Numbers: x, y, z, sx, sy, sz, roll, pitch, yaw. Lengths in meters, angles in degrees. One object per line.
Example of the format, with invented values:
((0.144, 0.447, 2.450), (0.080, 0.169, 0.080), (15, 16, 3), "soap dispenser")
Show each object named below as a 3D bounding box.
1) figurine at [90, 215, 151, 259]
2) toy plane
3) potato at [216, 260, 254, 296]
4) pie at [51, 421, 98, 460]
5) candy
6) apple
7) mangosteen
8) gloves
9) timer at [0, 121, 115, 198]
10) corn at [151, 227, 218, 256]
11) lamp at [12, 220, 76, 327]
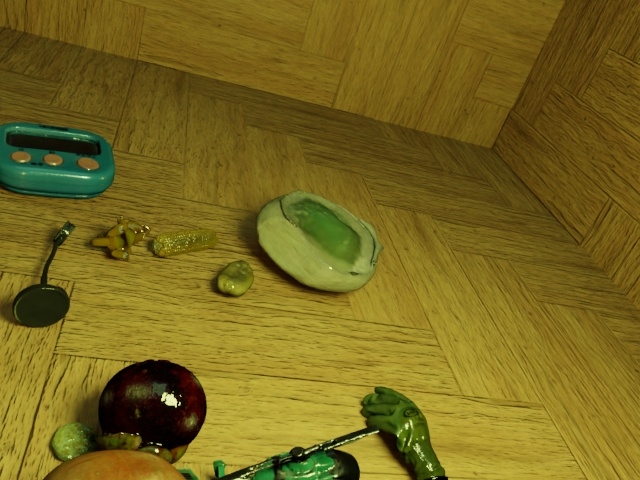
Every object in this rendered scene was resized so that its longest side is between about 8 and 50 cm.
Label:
((-0.542, -0.010, 1.628), (0.123, 0.121, 0.176), (-4, 13, 11), "figurine")
((-0.075, 0.435, 1.108), (0.382, 0.155, 0.106), (-5, 36, -10), "toy plane")
((-0.230, 0.107, 1.627), (0.092, 0.070, 0.138), (29, 32, 4), "potato")
((-0.452, 0.371, 1.109), (0.085, 0.017, 0.085), (16, 30, -10), "pie")
((0.000, 0.000, 1.827), (0.386, 0.186, 0.427), (34, 29, 7), "candy")
((-0.309, 0.426, 0.893), (0.254, 0.253, 0.253), (15, 30, -9), "apple")
((-0.310, 0.320, 1.116), (0.210, 0.209, 0.209), (15, 30, -9), "mangosteen")
((0.189, 0.424, 1.336), (0.135, 0.107, 0.268), (35, 10, -46), "gloves")
((-0.799, -0.241, 1.808), (0.340, 0.115, 0.309), (3, 35, -27), "timer")
((-0.382, 0.003, 1.709), (0.207, 0.068, 0.068), (-12, 43, -42), "corn")
((-0.626, 0.079, 1.446), (0.109, 0.130, 0.371), (34, 11, -21), "lamp")
